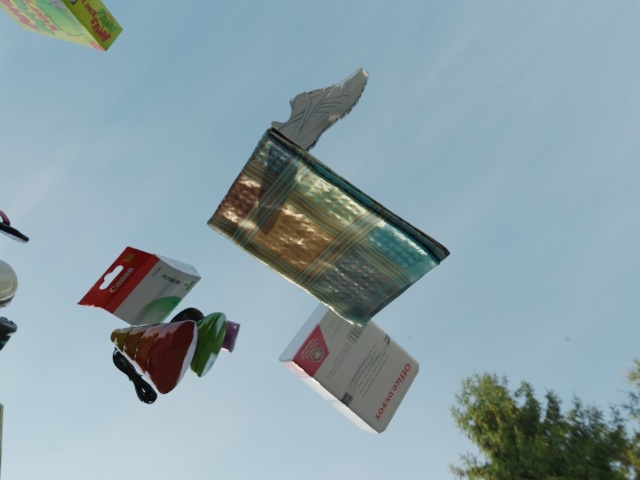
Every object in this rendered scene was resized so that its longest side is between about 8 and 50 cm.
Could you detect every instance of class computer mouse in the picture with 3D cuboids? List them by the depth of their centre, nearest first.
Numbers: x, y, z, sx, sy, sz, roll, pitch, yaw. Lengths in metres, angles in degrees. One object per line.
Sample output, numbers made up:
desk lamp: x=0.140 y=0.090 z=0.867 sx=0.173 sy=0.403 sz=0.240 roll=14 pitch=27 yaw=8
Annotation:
computer mouse: x=-0.391 y=0.250 z=1.169 sx=0.184 sy=0.060 sz=0.262 roll=39 pitch=-86 yaw=19

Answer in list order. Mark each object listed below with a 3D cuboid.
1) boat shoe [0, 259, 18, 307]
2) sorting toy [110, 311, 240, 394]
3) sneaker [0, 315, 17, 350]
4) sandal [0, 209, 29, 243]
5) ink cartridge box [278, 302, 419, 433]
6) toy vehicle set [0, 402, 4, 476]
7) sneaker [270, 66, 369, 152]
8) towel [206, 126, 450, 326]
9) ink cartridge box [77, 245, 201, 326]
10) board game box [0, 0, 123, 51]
boat shoe: x=-0.844 y=0.085 z=1.136 sx=0.324 sy=0.116 sz=0.097 roll=27 pitch=-70 yaw=21
sorting toy: x=-0.265 y=0.182 z=0.888 sx=0.126 sy=0.365 sz=0.127 roll=15 pitch=-93 yaw=9
sneaker: x=-0.981 y=0.225 z=1.286 sx=0.267 sy=0.101 sz=0.106 roll=27 pitch=-98 yaw=-8
sandal: x=-0.733 y=-0.048 z=1.068 sx=0.067 sy=0.179 sz=0.040 roll=9 pitch=-112 yaw=21
ink cartridge box: x=0.073 y=0.302 z=1.168 sx=0.283 sy=0.117 sz=0.207 roll=43 pitch=-116 yaw=-8
toy vehicle set: x=-0.562 y=0.324 z=0.715 sx=0.035 sy=0.267 sz=0.166 roll=-33 pitch=-48 yaw=-8
sneaker: x=-0.002 y=-0.337 z=1.197 sx=0.297 sy=0.111 sz=0.129 roll=-42 pitch=-83 yaw=3
towel: x=0.000 y=0.000 z=0.847 sx=0.370 sy=0.040 sz=0.271 roll=34 pitch=-49 yaw=-11
ink cartridge box: x=-0.410 y=0.116 z=1.102 sx=0.181 sy=0.224 sz=0.056 roll=-48 pitch=-115 yaw=5
board game box: x=-0.362 y=-0.314 z=0.625 sx=0.181 sy=0.092 sz=0.043 roll=21 pitch=-106 yaw=23
